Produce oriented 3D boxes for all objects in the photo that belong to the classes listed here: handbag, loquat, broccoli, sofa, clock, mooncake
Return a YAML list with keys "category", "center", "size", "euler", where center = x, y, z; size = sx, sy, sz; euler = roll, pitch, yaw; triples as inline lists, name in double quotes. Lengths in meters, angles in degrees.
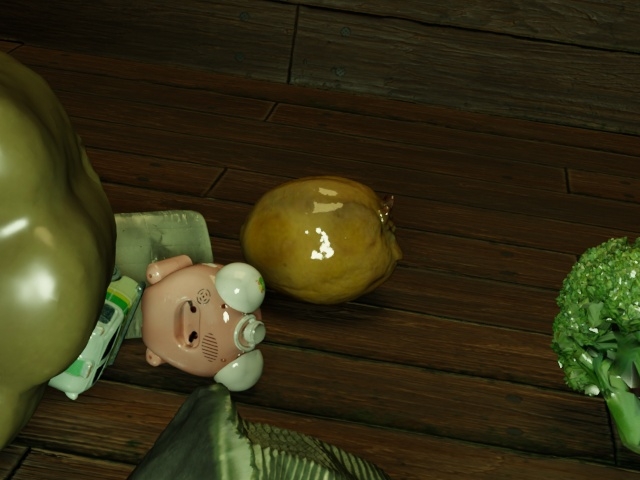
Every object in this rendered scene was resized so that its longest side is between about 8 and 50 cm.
- category: "handbag"
  center: [-0.048, 0.287, 1.135]
  size: [0.240, 0.247, 0.340]
  euler: [30, 15, -14]
- category: "loquat"
  center: [0.000, 0.000, 2.083]
  size: [0.238, 0.193, 0.238]
  euler: [-7, 0, 0]
- category: "broccoli"
  center: [0.466, 0.129, 1.733]
  size: [0.413, 0.310, 0.321]
  euler: [37, 10, -30]
- category: "sofa"
  center: [-0.272, 0.058, 1.979]
  size: [0.210, 0.176, 0.225]
  euler: [-4, -7, -30]
- category: "clock"
  center: [-0.143, 0.103, 1.773]
  size: [0.162, 0.165, 0.093]
  euler: [10, 16, 31]
- category: "mooncake"
  center: [-0.444, 0.016, 1.459]
  size: [0.467, 0.467, 0.262]
  euler: [8, 16, 0]

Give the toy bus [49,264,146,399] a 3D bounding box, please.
- category: "toy bus"
  center: [-0.373, 0.073, 1.724]
  size: [0.276, 0.133, 0.164]
  euler: [23, 25, -3]
